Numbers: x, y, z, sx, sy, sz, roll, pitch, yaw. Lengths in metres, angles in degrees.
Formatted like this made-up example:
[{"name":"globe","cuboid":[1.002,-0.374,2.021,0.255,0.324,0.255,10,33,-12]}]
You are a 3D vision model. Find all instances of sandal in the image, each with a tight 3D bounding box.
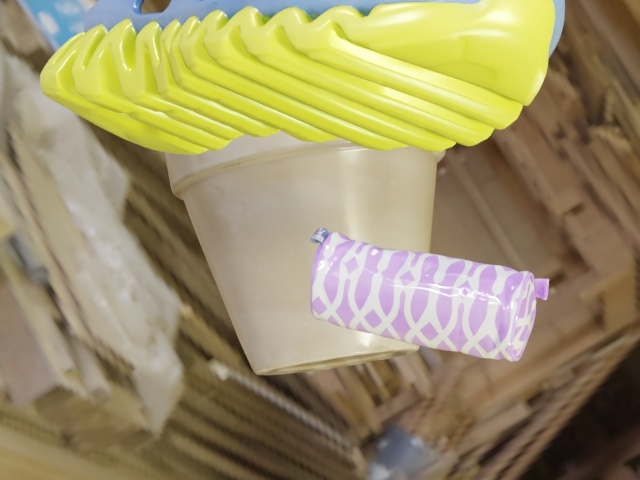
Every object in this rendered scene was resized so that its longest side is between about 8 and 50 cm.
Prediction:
[{"name":"sandal","cuboid":[-0.018,-0.117,0.681,0.126,0.138,0.317,26,-12,-41]}]

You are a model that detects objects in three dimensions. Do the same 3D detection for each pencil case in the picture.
[{"name":"pencil case","cuboid":[0.090,0.048,1.297,0.088,0.206,0.086,-49,148,-54]}]

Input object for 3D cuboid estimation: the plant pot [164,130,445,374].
[{"name":"plant pot","cuboid":[0.000,0.000,1.654,0.323,0.323,0.280,40,40,-78]}]
